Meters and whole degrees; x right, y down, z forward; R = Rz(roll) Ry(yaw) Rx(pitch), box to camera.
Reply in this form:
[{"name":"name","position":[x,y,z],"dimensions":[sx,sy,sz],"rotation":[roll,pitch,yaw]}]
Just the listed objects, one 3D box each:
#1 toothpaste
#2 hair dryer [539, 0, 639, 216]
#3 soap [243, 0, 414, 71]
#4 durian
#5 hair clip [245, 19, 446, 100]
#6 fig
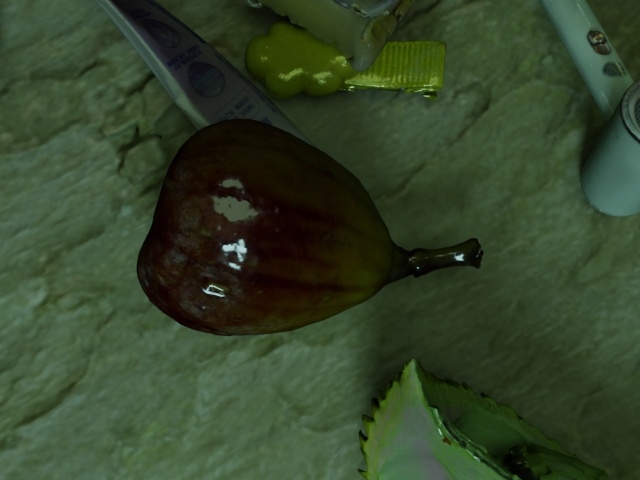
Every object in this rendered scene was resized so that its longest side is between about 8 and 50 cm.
[{"name":"toothpaste","position":[-0.118,-0.154,0.616],"dimensions":[0.301,0.048,0.075],"rotation":[48,55,-8]},{"name":"hair dryer","position":[0.237,-0.145,0.637],"dimensions":[0.073,0.131,0.236],"rotation":[-21,70,-6]},{"name":"soap","position":[0.044,-0.272,0.604],"dimensions":[0.135,0.076,0.233],"rotation":[32,74,4]},{"name":"durian","position":[0.171,0.236,0.562],"dimensions":[0.355,0.169,0.157],"rotation":[37,83,2]},{"name":"hair clip","position":[0.021,-0.152,0.630],"dimensions":[0.173,0.046,0.072],"rotation":[7,76,-4]},{"name":"fig","position":[0.000,-0.002,0.573],"dimensions":[0.274,0.146,0.170],"rotation":[7,121,-17]}]
